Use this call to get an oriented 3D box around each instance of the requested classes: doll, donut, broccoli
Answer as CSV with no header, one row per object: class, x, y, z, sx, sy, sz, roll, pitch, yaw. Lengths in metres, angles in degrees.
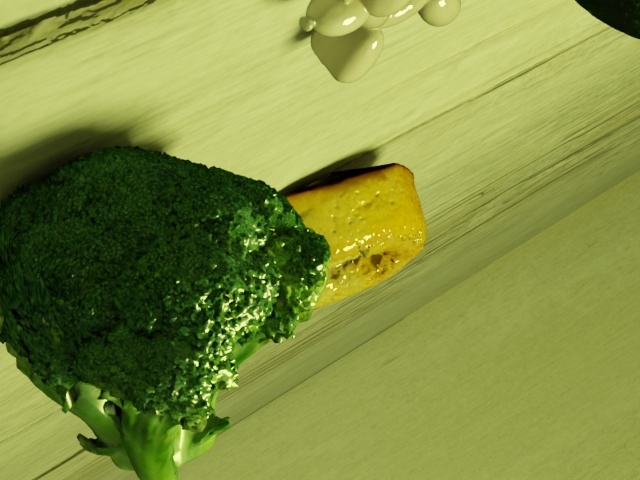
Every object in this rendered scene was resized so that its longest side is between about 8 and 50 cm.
doll,0.048,-0.182,1.053,0.161,0.059,0.160,-32,169,-15
donut,0.002,0.000,1.602,0.253,0.118,0.253,-20,164,-6
broccoli,-0.123,0.049,1.034,0.265,0.294,0.245,-4,122,-9

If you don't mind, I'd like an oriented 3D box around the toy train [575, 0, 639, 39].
toy train,0.301,-0.280,1.076,0.178,0.138,0.330,-62,176,-15
